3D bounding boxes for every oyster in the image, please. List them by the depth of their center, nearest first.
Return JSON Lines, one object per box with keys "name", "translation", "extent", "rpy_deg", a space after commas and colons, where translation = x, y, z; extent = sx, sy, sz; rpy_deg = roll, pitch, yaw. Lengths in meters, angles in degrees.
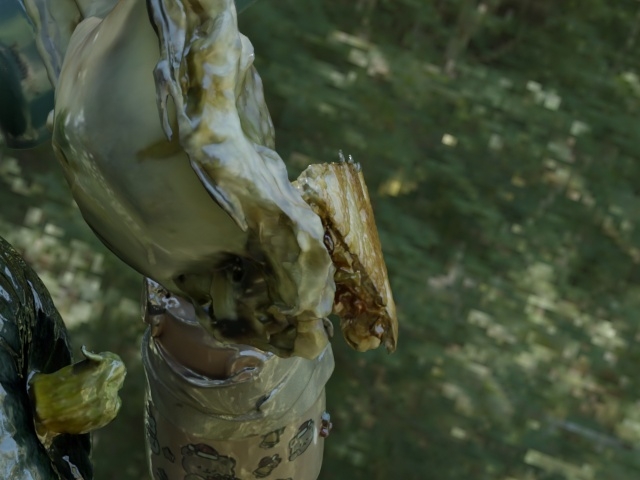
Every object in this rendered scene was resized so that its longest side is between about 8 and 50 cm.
{"name": "oyster", "translation": [-0.043, -0.048, 0.431], "extent": [0.053, 0.166, 0.108], "rpy_deg": [-8, -4, -36]}

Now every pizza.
{"name": "pizza", "translation": [-0.002, -0.001, 1.289], "extent": [0.069, 0.154, 0.194], "rpy_deg": [-15, -22, 14]}

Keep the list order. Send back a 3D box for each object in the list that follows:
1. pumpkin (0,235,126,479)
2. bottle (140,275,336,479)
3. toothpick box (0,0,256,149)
{"name": "pumpkin", "translation": [-0.183, 0.091, 0.785], "extent": [0.216, 0.250, 0.250], "rpy_deg": [-16, -6, 10]}
{"name": "bottle", "translation": [-0.038, 0.058, 0.856], "extent": [0.099, 0.152, 0.099], "rpy_deg": [1, 44, -1]}
{"name": "toothpick box", "translation": [-0.097, -0.134, 0.840], "extent": [0.120, 0.184, 0.120], "rpy_deg": [52, -16, 21]}
